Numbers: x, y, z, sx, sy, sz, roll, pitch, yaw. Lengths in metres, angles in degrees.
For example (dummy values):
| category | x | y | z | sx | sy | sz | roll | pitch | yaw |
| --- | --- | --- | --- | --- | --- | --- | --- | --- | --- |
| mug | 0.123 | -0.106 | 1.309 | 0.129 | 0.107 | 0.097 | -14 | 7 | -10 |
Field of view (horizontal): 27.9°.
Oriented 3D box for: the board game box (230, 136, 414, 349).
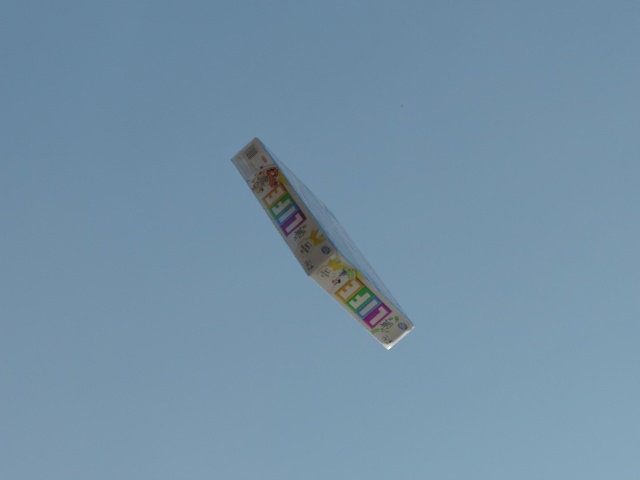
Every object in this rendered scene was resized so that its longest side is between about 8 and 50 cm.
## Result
| category | x | y | z | sx | sy | sz | roll | pitch | yaw |
| --- | --- | --- | --- | --- | --- | --- | --- | --- | --- |
| board game box | 0.000 | 0.000 | 0.919 | 0.026 | 0.154 | 0.103 | -41 | -50 | 6 |
